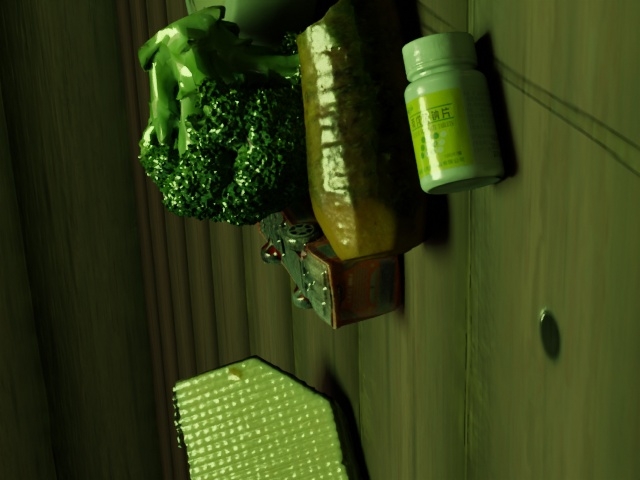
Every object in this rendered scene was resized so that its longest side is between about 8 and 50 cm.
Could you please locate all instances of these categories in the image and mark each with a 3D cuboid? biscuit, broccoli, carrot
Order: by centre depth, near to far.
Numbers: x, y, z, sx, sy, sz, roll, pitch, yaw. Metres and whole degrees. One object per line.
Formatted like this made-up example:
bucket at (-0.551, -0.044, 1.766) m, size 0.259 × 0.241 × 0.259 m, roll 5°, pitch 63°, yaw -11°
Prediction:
carrot at (0.026, -0.074, 0.854) m, size 0.082 × 0.082 × 0.173 m, roll 155°, pitch 103°, yaw -77°
broccoli at (-0.050, -0.096, 0.967) m, size 0.156 × 0.195 × 0.195 m, roll 59°, pitch 165°, yaw 2°
biscuit at (-0.038, 0.220, 1.155) m, size 0.052 × 0.150 × 0.252 m, roll 51°, pitch -159°, yaw -62°

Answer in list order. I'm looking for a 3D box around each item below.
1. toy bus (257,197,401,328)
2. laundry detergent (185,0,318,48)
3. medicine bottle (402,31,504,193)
toy bus at (0.000, 0.000, 1.017) m, size 0.192 × 0.077 × 0.065 m, roll -127°, pitch 30°, yaw -61°
laundry detergent at (-0.059, -0.249, 1.067) m, size 0.280 × 0.105 × 0.214 m, roll 101°, pitch 156°, yaw -59°
medicine bottle at (0.072, -0.069, 0.730) m, size 0.047 × 0.047 × 0.083 m, roll 141°, pitch 119°, yaw -75°
